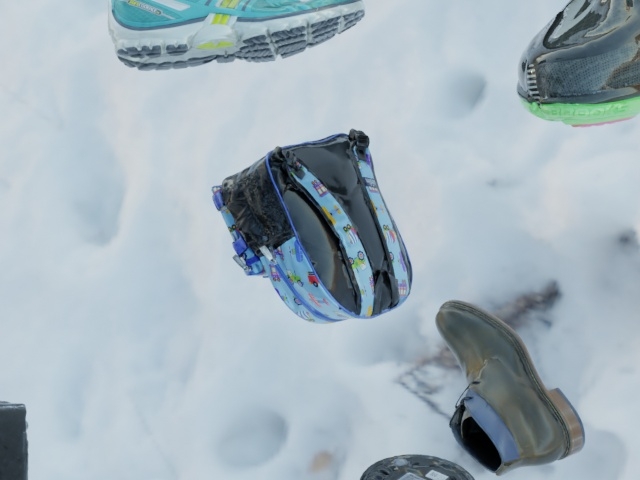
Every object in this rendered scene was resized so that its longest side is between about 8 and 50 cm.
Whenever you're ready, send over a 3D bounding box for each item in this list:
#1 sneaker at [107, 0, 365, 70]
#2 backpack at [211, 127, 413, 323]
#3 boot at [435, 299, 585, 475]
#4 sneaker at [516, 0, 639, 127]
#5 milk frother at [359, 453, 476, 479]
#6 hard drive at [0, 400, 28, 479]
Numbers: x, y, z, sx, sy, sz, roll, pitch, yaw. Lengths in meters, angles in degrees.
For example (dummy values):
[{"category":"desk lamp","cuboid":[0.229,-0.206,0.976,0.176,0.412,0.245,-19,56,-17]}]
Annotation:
[{"category":"sneaker","cuboid":[-0.088,-0.250,1.624,0.107,0.275,0.110,133,132,-77]},{"category":"backpack","cuboid":[0.000,0.000,1.411,0.117,0.158,0.173,-29,84,37]},{"category":"boot","cuboid":[0.167,0.150,1.586,0.219,0.106,0.082,47,138,31]},{"category":"sneaker","cuboid":[0.312,-0.290,1.340,0.185,0.202,0.483,14,59,51]},{"category":"milk frother","cuboid":[0.054,0.243,1.053,0.129,0.143,0.134,31,128,48]},{"category":"hard drive","cuboid":[-0.373,0.263,1.438,0.339,0.064,0.236,-6,83,52]}]
